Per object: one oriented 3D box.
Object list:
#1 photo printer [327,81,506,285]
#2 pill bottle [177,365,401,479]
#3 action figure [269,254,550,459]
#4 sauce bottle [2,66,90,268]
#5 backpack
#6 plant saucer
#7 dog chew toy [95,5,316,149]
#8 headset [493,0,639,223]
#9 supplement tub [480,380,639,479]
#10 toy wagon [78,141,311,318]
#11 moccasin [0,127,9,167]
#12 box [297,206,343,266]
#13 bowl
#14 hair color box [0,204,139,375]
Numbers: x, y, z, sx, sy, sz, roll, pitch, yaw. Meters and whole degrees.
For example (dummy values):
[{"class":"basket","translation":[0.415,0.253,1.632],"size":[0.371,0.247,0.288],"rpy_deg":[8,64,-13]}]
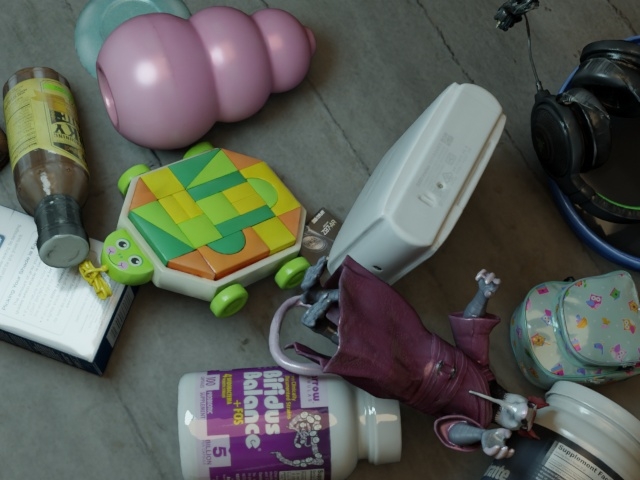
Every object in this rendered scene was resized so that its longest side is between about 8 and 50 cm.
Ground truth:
[{"class":"photo printer","translation":[0.124,-0.060,1.613],"size":[0.107,0.307,0.256],"rpy_deg":[32,68,-5]},{"class":"pill bottle","translation":[-0.042,0.258,1.591],"size":[0.301,0.169,0.169],"rpy_deg":[-4,74,-3]},{"class":"action figure","translation":[0.128,0.182,1.485],"size":[0.370,0.276,0.248],"rpy_deg":[31,50,-13]},{"class":"sauce bottle","translation":[-0.392,-0.107,1.652],"size":[0.111,0.111,0.344],"rpy_deg":[-16,52,-6]},{"class":"backpack","translation":[0.376,0.131,1.654],"size":[0.188,0.144,0.166],"rpy_deg":[-9,75,-3]},{"class":"plant saucer","translation":[-0.299,-0.336,1.820],"size":[0.195,0.037,0.195],"rpy_deg":[0,73,-1]},{"class":"dog chew toy","translation":[-0.164,-0.262,1.725],"size":[0.331,0.206,0.207],"rpy_deg":[-19,75,-16]},{"class":"headset","translation":[0.404,-0.204,1.650],"size":[0.394,0.185,0.243],"rpy_deg":[44,77,-2]},{"class":"supplement tub","translation":[0.322,0.351,1.565],"size":[0.191,0.191,0.272],"rpy_deg":[35,76,8]},{"class":"toy wagon","translation":[-0.184,-0.011,1.645],"size":[0.344,0.068,0.267],"rpy_deg":[-24,63,-36]},{"class":"moccasin","translation":[-0.630,-0.246,1.725],"size":[0.139,0.147,0.380],"rpy_deg":[-38,79,-11]},{"class":"box","translation":[0.000,0.000,1.743],"size":[0.067,0.018,0.083],"rpy_deg":[43,77,9]},{"class":"bowl","translation":[0.538,-0.129,1.768],"size":[0.391,0.077,0.391],"rpy_deg":[0,75,-2]},{"class":"hair color box","translation":[-0.452,0.053,1.667],"size":[0.347,0.105,0.174],"rpy_deg":[20,71,4]}]
